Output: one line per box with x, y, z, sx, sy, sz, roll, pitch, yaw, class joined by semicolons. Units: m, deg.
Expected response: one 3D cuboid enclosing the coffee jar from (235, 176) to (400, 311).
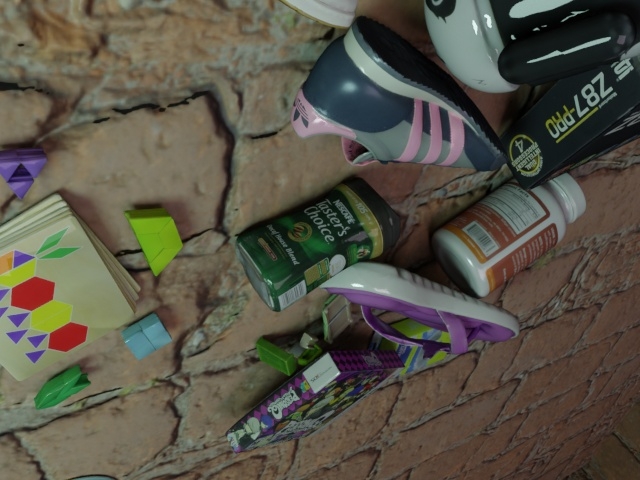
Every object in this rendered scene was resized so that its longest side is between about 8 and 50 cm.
0.000;0.000;0.758;0.184;0.096;0.079;-29;144;-18;coffee jar

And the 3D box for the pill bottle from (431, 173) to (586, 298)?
0.285;-0.018;0.972;0.216;0.121;0.121;-33;142;-11;pill bottle

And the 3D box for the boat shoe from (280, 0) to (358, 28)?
-0.051;-0.248;0.463;0.277;0.098;0.096;18;115;-48;boat shoe

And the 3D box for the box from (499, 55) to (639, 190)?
0.467;-0.228;0.845;0.394;0.097;0.318;-23;166;-23;box

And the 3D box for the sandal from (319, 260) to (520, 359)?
0.140;0.118;0.940;0.416;0.169;0.102;22;76;-41;sandal

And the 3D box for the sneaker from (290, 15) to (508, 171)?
0.095;-0.130;0.726;0.131;0.112;0.319;-40;144;26;sneaker

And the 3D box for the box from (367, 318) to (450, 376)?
0.160;0.181;1.127;0.178;0.042;0.109;-13;134;-34;box

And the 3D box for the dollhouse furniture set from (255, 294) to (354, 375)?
-0.019;0.126;0.929;0.151;0.058;0.076;-42;140;-32;dollhouse furniture set

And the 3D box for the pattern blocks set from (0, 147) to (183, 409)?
-0.270;0.049;0.625;0.285;0.026;0.325;-24;140;-22;pattern blocks set

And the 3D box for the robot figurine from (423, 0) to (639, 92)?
0.232;-0.243;0.594;0.278;0.174;0.209;-12;-173;32;robot figurine

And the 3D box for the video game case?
0.000;0.240;0.986;0.210;0.042;0.232;-41;155;18;video game case

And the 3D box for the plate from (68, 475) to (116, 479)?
-0.361;0.398;0.897;0.188;0.024;0.188;-23;140;-21;plate
